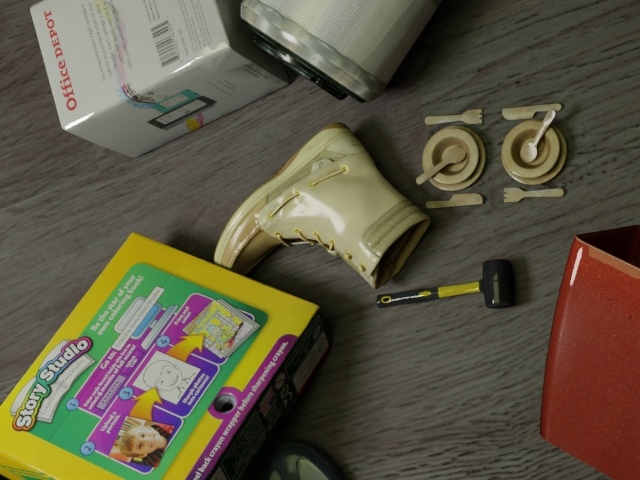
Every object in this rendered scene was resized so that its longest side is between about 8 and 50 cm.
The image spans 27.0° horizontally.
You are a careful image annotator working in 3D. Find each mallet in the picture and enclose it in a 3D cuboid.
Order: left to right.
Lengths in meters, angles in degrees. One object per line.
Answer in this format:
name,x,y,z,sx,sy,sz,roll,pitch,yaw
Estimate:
mallet,0.162,0.076,1.723,0.189,0.039,0.062,-18,71,24

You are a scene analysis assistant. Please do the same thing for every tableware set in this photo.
tableware set,0.220,-0.114,1.724,0.194,0.039,0.128,-4,80,23

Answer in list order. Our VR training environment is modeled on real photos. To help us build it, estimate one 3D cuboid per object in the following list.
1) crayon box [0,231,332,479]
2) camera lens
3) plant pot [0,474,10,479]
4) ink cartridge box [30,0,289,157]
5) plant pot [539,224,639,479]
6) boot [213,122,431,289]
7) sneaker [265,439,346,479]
crayon box,-0.212,0.196,1.741,0.313,0.106,0.363,20,59,26
camera lens,0.044,-0.335,1.738,0.219,0.219,0.274,36,96,24
plant pot,-0.348,0.460,1.768,0.271,0.271,0.255,20,105,25
ink cartridge box,-0.223,-0.270,1.855,0.270,0.197,0.198,-23,74,18
plant pot,0.395,0.148,1.501,0.267,0.267,0.236,29,107,25
boot,0.000,0.000,1.774,0.262,0.095,0.203,-45,69,7
sneaker,0.000,0.400,1.684,0.112,0.131,0.319,-29,71,17
